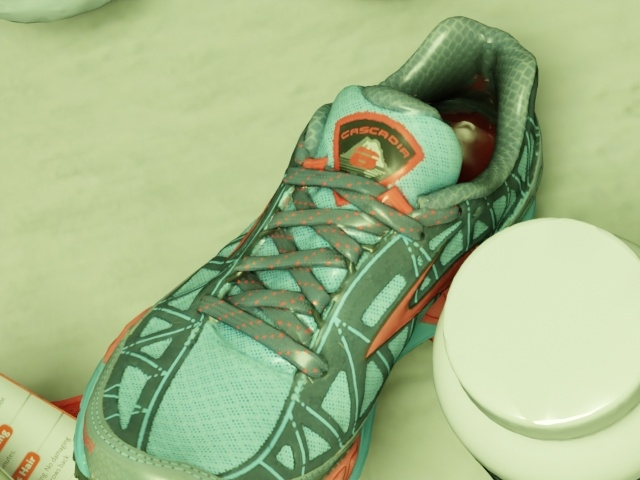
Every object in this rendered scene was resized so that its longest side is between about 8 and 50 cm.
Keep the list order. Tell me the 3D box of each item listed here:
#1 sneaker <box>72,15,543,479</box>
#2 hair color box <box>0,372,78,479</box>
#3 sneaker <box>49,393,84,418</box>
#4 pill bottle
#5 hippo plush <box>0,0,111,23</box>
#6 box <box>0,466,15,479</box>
[{"bbox_3d":[0.000,0.000,0.603,0.104,0.125,0.262,26,44,16],"label":"sneaker"},{"bbox_3d":[-0.100,0.100,0.606,0.141,0.043,0.072,29,75,12],"label":"hair color box"},{"bbox_3d":[-0.162,0.122,0.690,0.279,0.107,0.118,-19,63,-3],"label":"sneaker"},{"bbox_3d":[0.092,0.050,0.600,0.094,0.169,0.094,-4,72,13],"label":"pill bottle"},{"bbox_3d":[-0.083,-0.220,0.699,0.237,0.234,0.294,-11,71,10],"label":"hippo plush"},{"bbox_3d":[-0.190,0.225,0.553,0.121,0.148,0.311,41,113,6],"label":"box"}]
